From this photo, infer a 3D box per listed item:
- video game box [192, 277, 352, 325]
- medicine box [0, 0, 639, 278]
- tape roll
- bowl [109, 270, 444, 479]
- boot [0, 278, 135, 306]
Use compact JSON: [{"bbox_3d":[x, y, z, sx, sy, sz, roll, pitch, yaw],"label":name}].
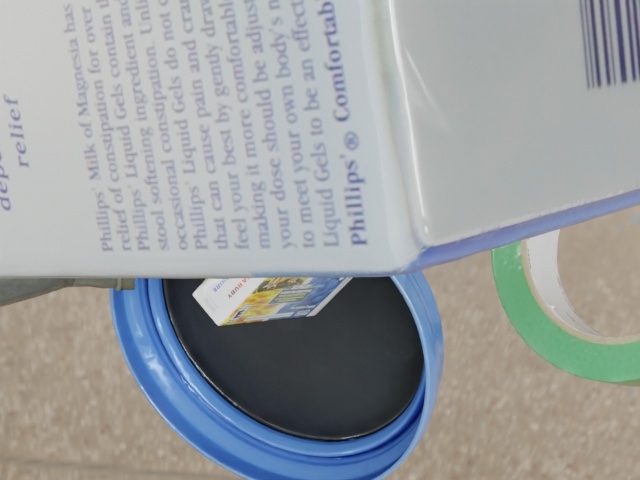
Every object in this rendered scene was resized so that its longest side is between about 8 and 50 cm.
[{"bbox_3d":[0.000,0.000,1.488,0.048,0.187,0.205,48,19,17],"label":"video game box"},{"bbox_3d":[-0.006,-0.082,0.532,0.263,0.289,0.149,-15,99,-46],"label":"medicine box"},{"bbox_3d":[0.347,0.001,1.790,0.077,0.321,0.321,13,40,-52],"label":"tape roll"},{"bbox_3d":[-0.046,0.095,1.734,0.391,0.391,0.077,28,37,12],"label":"bowl"},{"bbox_3d":[-0.295,-0.020,1.612,0.208,0.076,0.189,-2,95,-9],"label":"boot"}]
